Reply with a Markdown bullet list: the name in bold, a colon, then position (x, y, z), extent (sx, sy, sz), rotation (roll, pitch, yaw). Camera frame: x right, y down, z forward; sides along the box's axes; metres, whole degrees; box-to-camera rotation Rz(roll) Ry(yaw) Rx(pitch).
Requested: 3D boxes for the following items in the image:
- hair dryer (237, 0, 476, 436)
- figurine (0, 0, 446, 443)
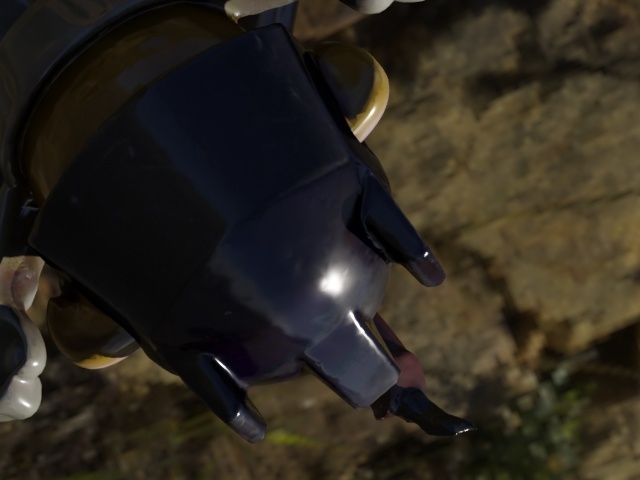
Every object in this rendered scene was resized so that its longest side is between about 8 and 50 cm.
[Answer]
- **hair dryer**: position (0.000, 0.000, 1.397), extent (0.340, 0.313, 0.123), rotation (41, 39, 26)
- **figurine**: position (-0.074, -0.044, 0.858), extent (0.143, 0.308, 0.308), rotation (1, 66, -52)
